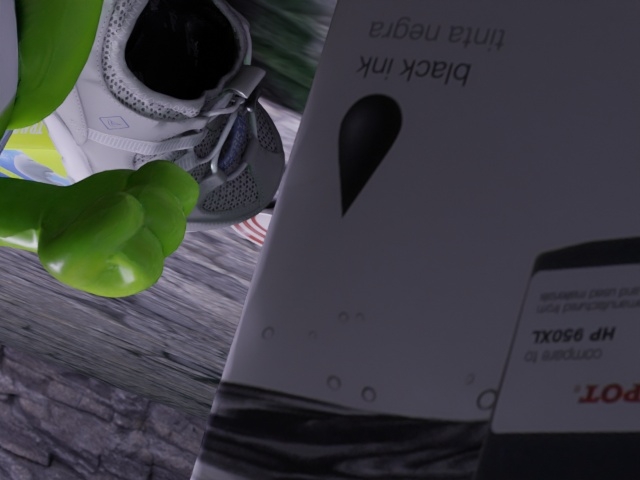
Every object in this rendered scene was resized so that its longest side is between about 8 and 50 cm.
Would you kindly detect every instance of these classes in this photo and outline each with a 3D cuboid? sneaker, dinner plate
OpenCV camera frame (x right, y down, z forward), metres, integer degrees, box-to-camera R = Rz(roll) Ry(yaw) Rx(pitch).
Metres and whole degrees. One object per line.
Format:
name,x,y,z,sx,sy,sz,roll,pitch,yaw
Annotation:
sneaker,-0.075,-0.069,0.840,0.115,0.105,0.281,7,166,25
dinner plate,0.000,0.000,1.234,0.141,0.017,0.141,16,166,4

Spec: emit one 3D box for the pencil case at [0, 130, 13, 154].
pencil case,-0.277,-0.112,0.842,0.273,0.113,0.124,26,-154,-11

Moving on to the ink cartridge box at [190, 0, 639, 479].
ink cartridge box,0.124,0.071,0.516,0.285,0.394,0.166,9,165,31

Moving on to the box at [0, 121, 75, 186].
box,-0.190,-0.061,1.168,0.178,0.042,0.109,4,161,43

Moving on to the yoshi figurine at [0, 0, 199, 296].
yoshi figurine,-0.164,-0.025,0.562,0.204,0.362,0.203,12,166,22
